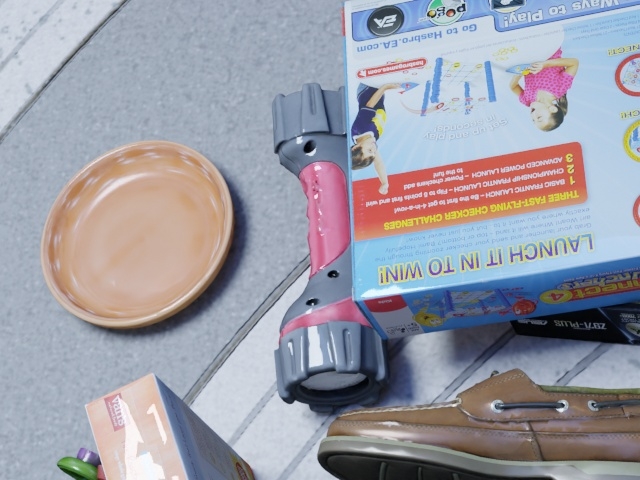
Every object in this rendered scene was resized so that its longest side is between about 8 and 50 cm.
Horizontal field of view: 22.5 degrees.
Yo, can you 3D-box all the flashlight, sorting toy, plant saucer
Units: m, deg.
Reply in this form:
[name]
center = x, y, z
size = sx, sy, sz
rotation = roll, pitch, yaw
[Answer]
[flashlight]
center = 0.000, 0.000, 1.463
size = 0.103, 0.103, 0.304
rotation = -14, 61, 15
[sorting toy]
center = -0.187, 0.203, 1.445
size = 0.102, 0.061, 0.042
rotation = 8, 64, 42
[plant saucer]
center = -0.174, -0.003, 1.560
size = 0.200, 0.037, 0.200
rotation = -8, 63, 15

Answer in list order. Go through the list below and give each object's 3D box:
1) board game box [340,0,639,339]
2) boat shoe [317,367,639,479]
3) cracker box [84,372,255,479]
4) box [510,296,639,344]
[board game box]
center = 0.179, -0.089, 1.363
size = 0.308, 0.086, 0.302
rotation = -9, 61, 15
[boat shoe]
center = 0.154, 0.165, 1.330
size = 0.307, 0.111, 0.104
rotation = 5, 62, 10
[cracker box]
center = -0.099, 0.224, 1.302
size = 0.067, 0.232, 0.155
rotation = -25, 58, 5
[box]
center = 0.246, -0.008, 1.395
size = 0.147, 0.077, 0.180
rotation = 2, 65, 21
